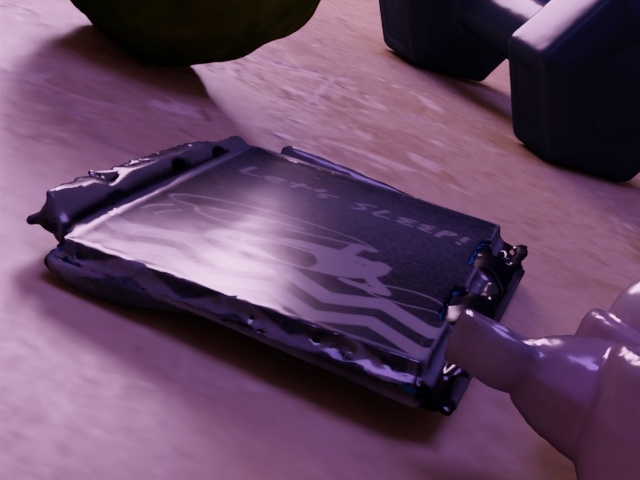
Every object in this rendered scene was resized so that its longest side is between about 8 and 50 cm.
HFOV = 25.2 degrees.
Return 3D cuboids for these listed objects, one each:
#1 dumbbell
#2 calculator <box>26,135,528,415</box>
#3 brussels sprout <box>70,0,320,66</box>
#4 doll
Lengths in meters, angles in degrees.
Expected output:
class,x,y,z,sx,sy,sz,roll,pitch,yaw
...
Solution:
class,x,y,z,sx,sy,sz,roll,pitch,yaw
dumbbell,0.168,-0.171,1.157,0.144,0.160,0.325,46,1,-33
calculator,0.000,0.001,0.598,0.166,0.028,0.274,21,14,9
brussels sprout,-0.085,-0.177,0.856,0.162,0.143,0.181,-17,14,-35
doll,0.210,0.086,0.473,0.365,0.094,0.160,18,13,-14
